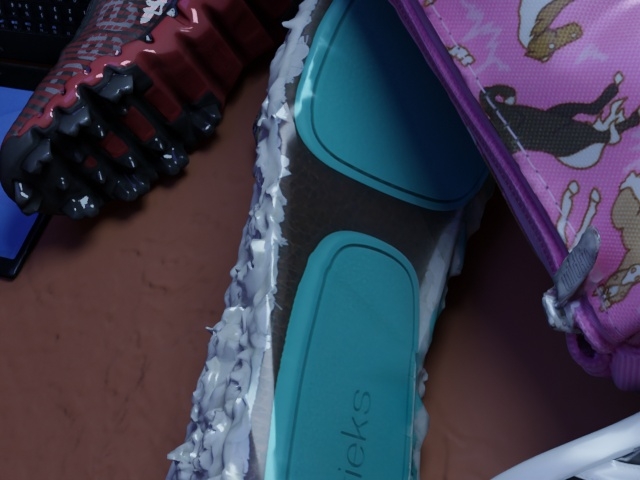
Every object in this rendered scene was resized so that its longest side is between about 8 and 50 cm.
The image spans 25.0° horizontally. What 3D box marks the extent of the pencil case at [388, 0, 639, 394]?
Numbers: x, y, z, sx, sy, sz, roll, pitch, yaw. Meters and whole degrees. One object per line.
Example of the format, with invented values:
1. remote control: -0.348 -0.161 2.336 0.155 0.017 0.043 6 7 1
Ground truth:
1. pencil case: 0.111 -0.124 0.672 0.160 0.167 0.386 -38 71 33

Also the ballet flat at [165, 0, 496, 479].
1. ballet flat: 0.000 0.000 0.755 0.147 0.147 0.409 2 60 28

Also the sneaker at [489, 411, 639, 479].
1. sneaker: 0.146 0.140 0.615 0.217 0.079 0.121 -32 58 12

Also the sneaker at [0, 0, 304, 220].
1. sneaker: -0.104 -0.130 0.906 0.276 0.097 0.135 -46 51 -8

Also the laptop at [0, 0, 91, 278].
1. laptop: -0.264 -0.139 0.968 0.234 0.264 0.136 11 29 32

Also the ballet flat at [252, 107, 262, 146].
1. ballet flat: 0.005 -0.093 0.864 0.114 0.041 0.041 -37 50 1
